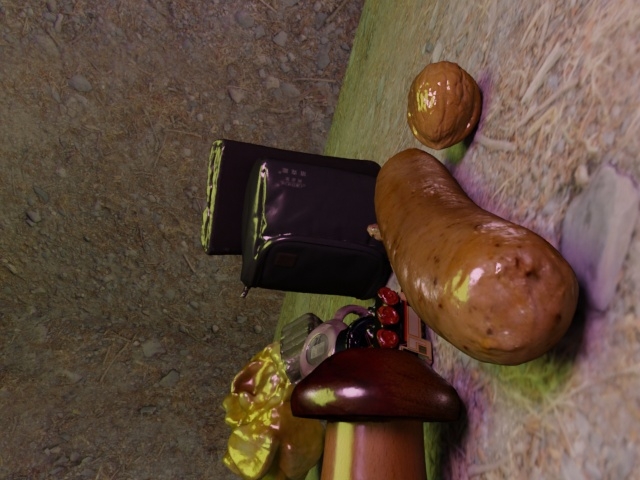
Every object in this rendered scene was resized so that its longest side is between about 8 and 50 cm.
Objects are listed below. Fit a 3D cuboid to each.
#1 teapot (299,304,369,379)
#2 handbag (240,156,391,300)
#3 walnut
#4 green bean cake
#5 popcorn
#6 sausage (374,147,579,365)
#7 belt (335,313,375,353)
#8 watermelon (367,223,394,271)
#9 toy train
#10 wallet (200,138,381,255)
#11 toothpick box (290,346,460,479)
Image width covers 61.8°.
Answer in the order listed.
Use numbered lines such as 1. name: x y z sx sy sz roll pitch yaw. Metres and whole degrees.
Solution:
1. teapot: 0.046 0.195 0.899 0.116 0.146 0.148 -37 36 32
2. handbag: 0.001 -0.001 1.007 0.178 0.301 0.275 -154 74 -76
3. walnut: 0.170 -0.187 0.748 0.105 0.105 0.125 142 139 -79
4. green bean cake: 0.003 0.242 1.021 0.094 0.185 0.183 -37 12 9
5. popcorn: -0.078 0.401 1.245 0.292 0.293 0.334 1 79 38
6. sausage: 0.136 -0.009 0.628 0.501 0.123 0.136 -97 22 -70
7. belt: 0.081 0.179 0.796 0.058 0.105 0.140 123 132 -60
8. watermelon: 0.133 0.011 0.867 0.155 0.080 0.101 177 96 -67
9. toy train: 0.111 0.126 0.756 0.138 0.087 0.050 -82 15 -47
10. wallet: -0.049 -0.078 1.138 0.062 0.406 0.228 25 108 53
11. toothpick box: 0.056 0.266 0.580 0.192 0.192 0.294 120 156 -67
